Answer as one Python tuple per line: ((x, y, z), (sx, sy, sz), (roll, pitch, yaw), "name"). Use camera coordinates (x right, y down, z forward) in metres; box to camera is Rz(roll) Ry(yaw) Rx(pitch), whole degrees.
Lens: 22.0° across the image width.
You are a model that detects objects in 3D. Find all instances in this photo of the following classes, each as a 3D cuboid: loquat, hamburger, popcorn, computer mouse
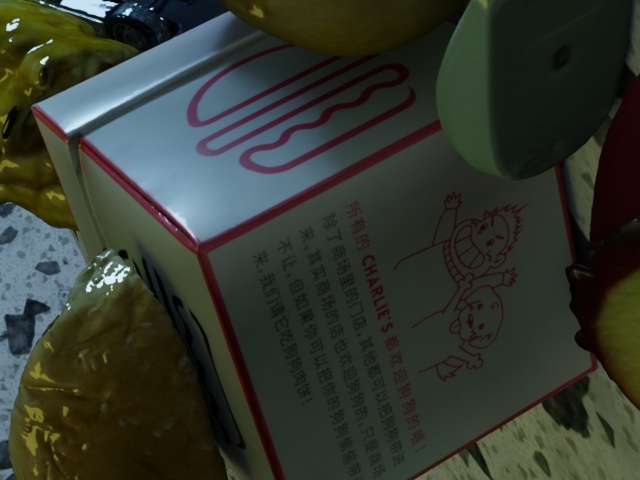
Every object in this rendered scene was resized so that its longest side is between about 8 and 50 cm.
((0.018, -0.232, 1.144), (0.213, 0.213, 0.213), (54, 162, 28), "loquat")
((-0.155, 0.126, 1.212), (0.135, 0.155, 0.207), (40, 146, 35), "hamburger")
((-0.242, -0.108, 1.462), (0.254, 0.191, 0.190), (26, 106, 32), "popcorn")
((0.133, -0.128, 1.054), (0.079, 0.128, 0.231), (47, 157, 28), "computer mouse")

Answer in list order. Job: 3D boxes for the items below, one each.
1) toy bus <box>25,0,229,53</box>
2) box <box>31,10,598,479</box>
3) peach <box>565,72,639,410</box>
((-0.197, -0.223, 1.620), (0.365, 0.177, 0.202), (22, 148, 28), "toy bus")
((0.000, 0.000, 1.324), (0.300, 0.312, 0.314), (39, 152, 51), "box")
((0.267, 0.010, 0.751), (0.258, 0.201, 0.361), (12, 149, 31), "peach")
